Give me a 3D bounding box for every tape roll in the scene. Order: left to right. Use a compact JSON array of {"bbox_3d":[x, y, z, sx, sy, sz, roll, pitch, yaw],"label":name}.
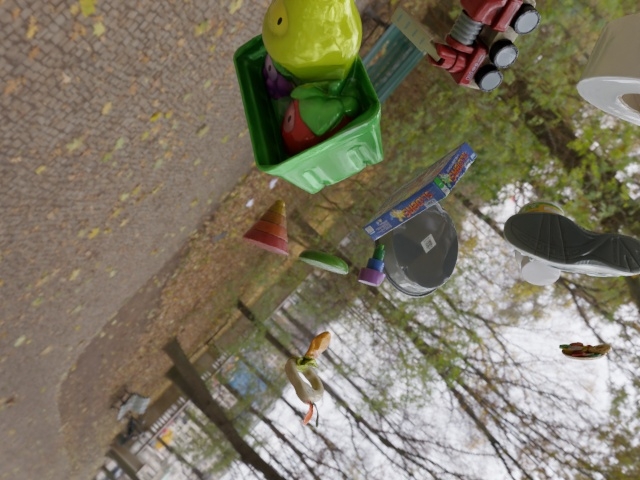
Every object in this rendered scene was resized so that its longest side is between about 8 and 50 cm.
[{"bbox_3d":[0.563,-0.245,0.842,0.286,0.286,0.100,-34,147,-80],"label":"tape roll"}]

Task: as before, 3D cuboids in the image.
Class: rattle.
[{"bbox_3d":[-0.002,0.342,1.328,0.143,0.130,0.199,-29,-157,3],"label":"rattle"}]

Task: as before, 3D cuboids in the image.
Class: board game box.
[{"bbox_3d":[0.174,-0.085,0.970,0.136,0.035,0.201,-47,-173,-36],"label":"board game box"}]

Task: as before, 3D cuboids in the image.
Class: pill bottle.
[{"bbox_3d":[0.637,0.007,1.566,0.136,0.136,0.245,-49,-166,45],"label":"pill bottle"}]

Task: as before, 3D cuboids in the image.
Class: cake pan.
[{"bbox_3d":[0.273,0.008,1.476,0.293,0.293,0.054,-45,-161,-31],"label":"cake pan"}]

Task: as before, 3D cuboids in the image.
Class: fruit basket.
[{"bbox_3d":[-0.033,-0.323,1.004,0.283,0.392,0.392,-24,-177,13],"label":"fruit basket"}]

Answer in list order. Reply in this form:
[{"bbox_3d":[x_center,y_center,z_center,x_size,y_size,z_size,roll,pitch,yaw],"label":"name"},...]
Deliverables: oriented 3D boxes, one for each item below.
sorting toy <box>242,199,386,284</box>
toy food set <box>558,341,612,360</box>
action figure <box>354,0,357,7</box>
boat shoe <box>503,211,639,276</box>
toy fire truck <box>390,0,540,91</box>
[{"bbox_3d":[0.000,0.000,1.329,0.127,0.366,0.126,148,-40,-79],"label":"sorting toy"},{"bbox_3d":[0.511,0.214,1.050,0.083,0.020,0.083,-8,-175,-23],"label":"toy food set"},{"bbox_3d":[0.109,-0.717,1.366,0.341,0.179,0.330,91,10,-67],"label":"action figure"},{"bbox_3d":[0.558,0.020,1.214,0.103,0.321,0.118,107,-7,-70],"label":"boat shoe"},{"bbox_3d":[0.301,-0.467,1.174,0.217,0.247,0.158,117,-31,-41],"label":"toy fire truck"}]
